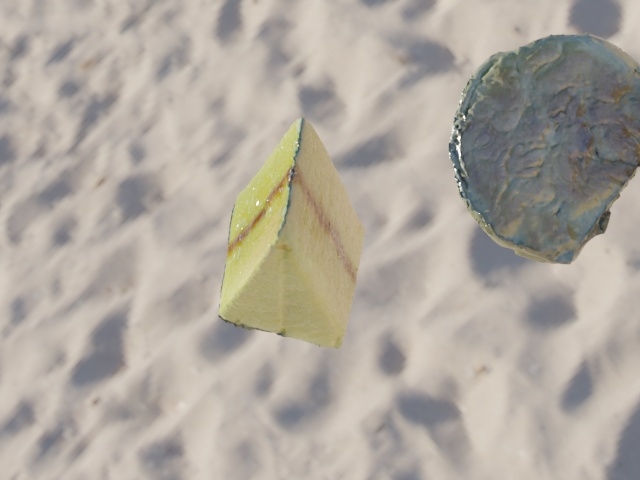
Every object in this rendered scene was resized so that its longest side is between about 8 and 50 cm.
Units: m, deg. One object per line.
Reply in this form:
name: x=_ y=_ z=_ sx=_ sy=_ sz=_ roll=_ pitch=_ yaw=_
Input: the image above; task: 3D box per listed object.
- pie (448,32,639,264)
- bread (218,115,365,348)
pie: x=0.212 y=-0.096 z=1.636 sx=0.218 sy=0.185 sz=0.052 roll=-53 pitch=1 yaw=-4
bread: x=0.000 y=-0.002 z=1.962 sx=0.264 sy=0.163 sz=0.168 roll=133 pitch=150 yaw=-63
